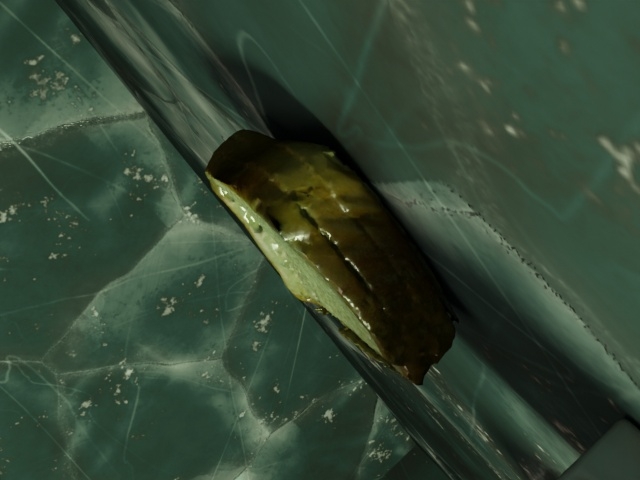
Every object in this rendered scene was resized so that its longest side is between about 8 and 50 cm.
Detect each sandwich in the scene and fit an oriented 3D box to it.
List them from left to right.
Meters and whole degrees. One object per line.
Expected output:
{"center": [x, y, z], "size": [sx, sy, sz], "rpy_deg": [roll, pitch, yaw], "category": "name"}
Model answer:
{"center": [0.001, -0.001, 0.726], "size": [0.226, 0.087, 0.251], "rpy_deg": [49, 171, -23], "category": "sandwich"}

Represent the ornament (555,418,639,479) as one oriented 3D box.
{"center": [0.204, 0.309, 0.531], "size": [0.240, 0.239, 0.240], "rpy_deg": [45, 172, 28], "category": "ornament"}
